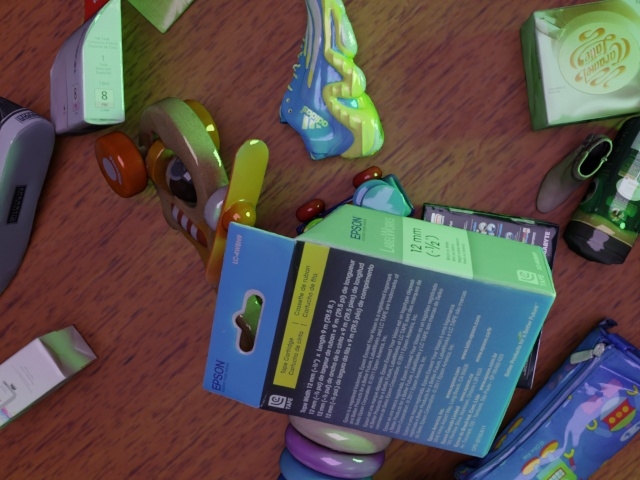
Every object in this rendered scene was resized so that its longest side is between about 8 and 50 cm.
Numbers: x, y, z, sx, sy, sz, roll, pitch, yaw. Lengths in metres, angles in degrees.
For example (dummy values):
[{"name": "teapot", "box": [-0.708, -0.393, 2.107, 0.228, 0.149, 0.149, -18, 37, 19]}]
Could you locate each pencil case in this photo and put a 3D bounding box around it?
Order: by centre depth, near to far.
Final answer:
[{"name": "pencil case", "box": [0.301, 0.242, 0.964, 0.306, 0.119, 0.133, -46, 118, 5]}]

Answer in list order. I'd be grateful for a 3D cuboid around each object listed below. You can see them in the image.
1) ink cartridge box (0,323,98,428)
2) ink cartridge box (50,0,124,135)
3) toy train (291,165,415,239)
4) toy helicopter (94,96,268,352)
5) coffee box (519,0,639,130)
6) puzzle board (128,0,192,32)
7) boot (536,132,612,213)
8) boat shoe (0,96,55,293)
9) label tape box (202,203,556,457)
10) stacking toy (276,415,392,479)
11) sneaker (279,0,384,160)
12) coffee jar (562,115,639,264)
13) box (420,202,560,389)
[{"name": "ink cartridge box", "box": [-0.411, 0.201, 1.022, 0.198, 0.115, 0.067, -35, 90, 6]}, {"name": "ink cartridge box", "box": [-0.298, -0.254, 0.960, 0.066, 0.189, 0.232, -7, 96, -30]}, {"name": "toy train", "box": [0.000, 0.000, 0.965, 0.248, 0.143, 0.105, -29, 90, 5]}, {"name": "toy helicopter", "box": [-0.125, -0.007, 0.952, 0.140, 0.235, 0.355, -31, 111, -30]}, {"name": "coffee box", "box": [0.386, -0.224, 0.947, 0.247, 0.098, 0.141, -7, 92, 5]}, {"name": "puzzle board", "box": [-0.226, -0.358, 1.033, 0.128, 0.011, 0.096, 44, 96, 2]}, {"name": "boot", "box": [0.319, -0.084, 0.965, 0.042, 0.087, 0.118, 33, 95, 0]}, {"name": "boat shoe", "box": [-0.455, -0.041, 1.012, 0.105, 0.113, 0.306, 28, 108, 17]}, {"name": "label tape box", "box": [0.057, 0.095, 0.886, 0.348, 0.115, 0.249, 13, 121, 0]}, {"name": "stacking toy", "box": [-0.012, 0.369, 0.995, 0.141, 0.141, 0.330, 16, 98, 4]}, {"name": "sneaker", "box": [-0.008, -0.213, 0.983, 0.126, 0.091, 0.240, -18, 92, 6]}, {"name": "coffee jar", "box": [0.378, -0.058, 0.958, 0.079, 0.096, 0.184, 28, 95, 5]}, {"name": "box", "box": [0.203, 0.071, 0.999, 0.175, 0.051, 0.220, 9, 94, 4]}]
